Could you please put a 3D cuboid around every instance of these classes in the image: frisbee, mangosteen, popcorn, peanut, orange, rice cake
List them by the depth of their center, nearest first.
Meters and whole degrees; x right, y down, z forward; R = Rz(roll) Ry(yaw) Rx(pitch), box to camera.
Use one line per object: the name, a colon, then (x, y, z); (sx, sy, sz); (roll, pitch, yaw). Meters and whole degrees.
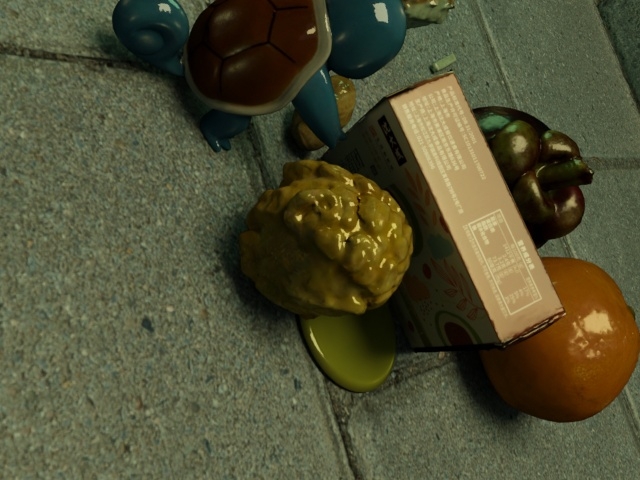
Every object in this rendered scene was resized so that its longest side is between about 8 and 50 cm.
popcorn: (0.000, 0.000, 1.151); (0.250, 0.250, 0.190); (60, 26, -5)
frisbee: (0.048, 0.128, 1.317); (0.236, 0.017, 0.236); (27, 51, -38)
peanut: (0.006, -0.220, 1.416); (0.089, 0.089, 0.193); (53, 44, -14)
orange: (0.436, 0.181, 1.511); (0.312, 0.312, 0.312); (26, 52, -38)
mangosteen: (0.352, -0.109, 1.534); (0.306, 0.347, 0.307); (1, 88, -28)
rice cake: (0.285, -0.410, 1.886); (0.022, 0.021, 0.121); (55, 37, -3)

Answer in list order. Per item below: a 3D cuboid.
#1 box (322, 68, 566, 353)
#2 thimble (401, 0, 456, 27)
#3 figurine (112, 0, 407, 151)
box: (0.173, -0.022, 1.284); (0.122, 0.344, 0.385); (-24, 88, -17)
thimble: (0.163, -0.568, 1.645); (0.167, 0.254, 0.288); (-8, 76, -49)
figurine: (-0.088, -0.291, 1.213); (0.416, 0.243, 0.298); (-4, 61, -7)
